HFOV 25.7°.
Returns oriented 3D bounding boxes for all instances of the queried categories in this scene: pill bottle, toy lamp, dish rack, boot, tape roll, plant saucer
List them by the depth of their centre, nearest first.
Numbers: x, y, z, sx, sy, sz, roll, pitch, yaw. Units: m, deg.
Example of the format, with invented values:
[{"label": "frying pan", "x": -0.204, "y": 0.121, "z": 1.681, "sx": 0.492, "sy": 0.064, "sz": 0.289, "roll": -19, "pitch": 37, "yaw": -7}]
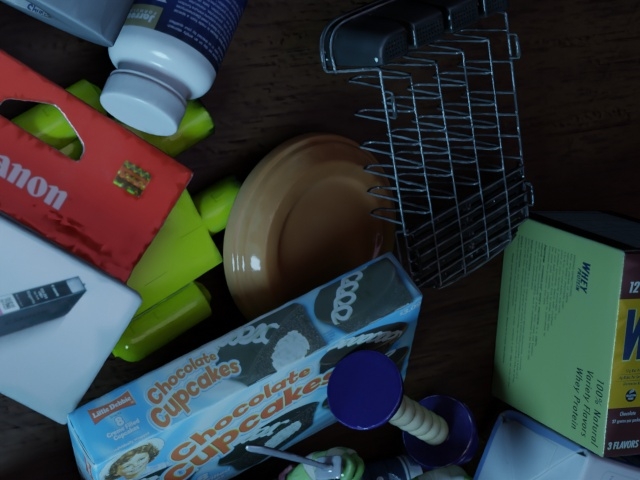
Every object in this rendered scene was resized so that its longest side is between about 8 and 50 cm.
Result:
[{"label": "tape roll", "x": -0.243, "y": -0.227, "z": 1.070, "sx": 0.219, "sy": 0.219, "sz": 0.072, "roll": 25, "pitch": 90, "yaw": -27}, {"label": "pill bottle", "x": -0.122, "y": -0.178, "z": 1.182, "sx": 0.094, "sy": 0.094, "sz": 0.169, "roll": 30, "pitch": 70, "yaw": -27}, {"label": "plant saucer", "x": 0.000, "y": 0.000, "z": 1.307, "sx": 0.200, "sy": 0.037, "sz": 0.200, "roll": -12, "pitch": 110, "yaw": -37}, {"label": "dish rack", "x": 0.112, "y": -0.099, "z": 1.317, "sx": 0.208, "sy": 0.074, "sz": 0.272, "roll": -28, "pitch": 117, "yaw": -37}, {"label": "toy lamp", "x": 0.089, "y": 0.166, "z": 1.324, "sx": 0.080, "sy": 0.080, "sz": 0.274, "roll": -56, "pitch": 151, "yaw": -4}, {"label": "boot", "x": 0.058, "y": 0.312, "z": 1.419, "sx": 0.086, "sy": 0.069, "sz": 0.190, "roll": -4, "pitch": 95, "yaw": -17}]

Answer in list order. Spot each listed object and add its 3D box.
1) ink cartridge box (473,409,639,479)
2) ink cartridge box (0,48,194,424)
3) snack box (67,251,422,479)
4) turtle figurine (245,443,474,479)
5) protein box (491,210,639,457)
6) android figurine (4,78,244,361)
[{"label": "ink cartridge box", "x": 0.327, "y": 0.364, "z": 1.492, "sx": 0.395, "sy": 0.151, "sz": 0.270, "roll": 20, "pitch": 94, "yaw": -30}, {"label": "ink cartridge box", "x": -0.262, "y": -0.017, "z": 1.136, "sx": 0.275, "sy": 0.060, "sz": 0.239, "roll": 32, "pitch": 88, "yaw": -24}, {"label": "snack box", "x": -0.064, "y": 0.143, "z": 1.262, "sx": 0.321, "sy": 0.060, "sz": 0.187, "roll": -26, "pitch": 153, "yaw": -17}, {"label": "turtle figurine", "x": 0.023, "y": 0.290, "z": 1.257, "sx": 0.266, "sy": 0.274, "sz": 0.198, "roll": -1, "pitch": 73, "yaw": -21}, {"label": "protein box", "x": 0.285, "y": 0.084, "z": 1.391, "sx": 0.135, "sy": 0.201, "sz": 0.200, "roll": -1, "pitch": 102, "yaw": -24}, {"label": "android figurine", "x": -0.196, "y": -0.010, "z": 1.232, "sx": 0.272, "sy": 0.056, "sz": 0.248, "roll": -31, "pitch": 112, "yaw": -18}]
